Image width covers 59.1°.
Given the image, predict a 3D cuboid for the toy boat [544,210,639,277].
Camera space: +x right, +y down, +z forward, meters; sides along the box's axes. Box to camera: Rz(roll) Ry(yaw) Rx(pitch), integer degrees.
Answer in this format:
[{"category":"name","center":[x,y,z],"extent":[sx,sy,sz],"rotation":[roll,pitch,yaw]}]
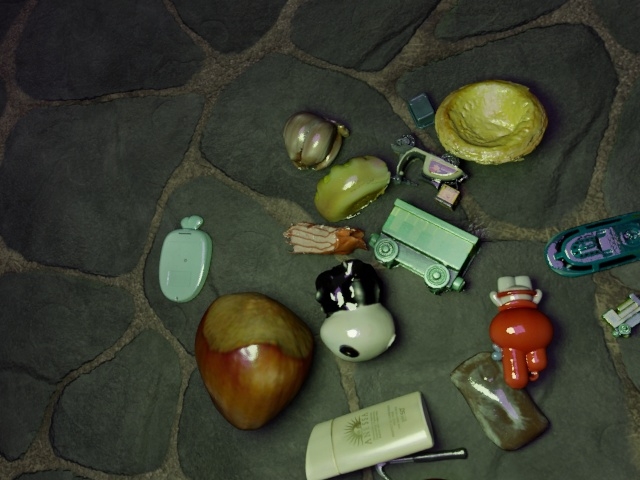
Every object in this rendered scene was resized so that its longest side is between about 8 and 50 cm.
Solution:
[{"category":"toy boat","center":[0.739,0.004,1.466],"extent":[0.299,0.092,0.134],"rotation":[-17,75,13]}]

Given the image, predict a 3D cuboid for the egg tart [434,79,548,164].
[{"category":"egg tart","center":[0.478,-0.321,1.601],"extent":[0.315,0.120,0.315],"rotation":[-5,59,9]}]

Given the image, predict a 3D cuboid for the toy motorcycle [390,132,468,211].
[{"category":"toy motorcycle","center":[0.306,-0.208,1.663],"extent":[0.263,0.091,0.157],"rotation":[30,90,23]}]

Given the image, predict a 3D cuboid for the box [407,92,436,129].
[{"category":"box","center":[0.312,-0.400,1.728],"extent":[0.074,0.054,0.099],"rotation":[-24,69,9]}]

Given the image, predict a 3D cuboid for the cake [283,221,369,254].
[{"category":"cake","center":[0.000,-0.007,1.704],"extent":[0.287,0.135,0.098],"rotation":[1,90,27]}]

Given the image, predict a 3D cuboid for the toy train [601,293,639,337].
[{"category":"toy train","center":[0.778,0.191,1.426],"extent":[0.122,0.050,0.081],"rotation":[-40,60,6]}]

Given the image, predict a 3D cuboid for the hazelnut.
[{"category":"hazelnut","center":[-0.188,0.326,1.563],"extent":[0.366,0.366,0.365],"rotation":[-5,75,17]}]

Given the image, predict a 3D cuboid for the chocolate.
[{"category":"chocolate","center":[0.456,0.409,1.455],"extent":[0.157,0.080,0.254],"rotation":[-34,68,7]}]

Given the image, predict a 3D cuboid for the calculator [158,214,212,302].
[{"category":"calculator","center":[-0.448,0.057,1.864],"extent":[0.184,0.042,0.295],"rotation":[2,77,18]}]

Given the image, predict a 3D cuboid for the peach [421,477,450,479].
[{"category":"peach","center":[0.283,0.699,1.376],"extent":[0.244,0.199,0.243],"rotation":[7,114,16]}]

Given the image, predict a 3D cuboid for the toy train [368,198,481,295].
[{"category":"toy train","center":[0.292,0.022,1.590],"extent":[0.301,0.120,0.202],"rotation":[29,84,22]}]

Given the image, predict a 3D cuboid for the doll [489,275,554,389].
[{"category":"doll","center":[0.514,0.234,1.452],"extent":[0.161,0.130,0.290],"rotation":[-1,69,2]}]

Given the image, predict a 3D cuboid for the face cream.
[{"category":"face cream","center":[0.122,0.524,1.511],"extent":[0.349,0.081,0.173],"rotation":[-21,32,13]}]

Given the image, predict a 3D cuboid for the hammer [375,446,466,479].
[{"category":"hammer","center":[0.265,0.584,1.502],"extent":[0.246,0.029,0.103],"rotation":[-10,73,14]}]

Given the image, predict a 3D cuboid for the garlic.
[{"category":"garlic","center":[-0.040,-0.326,1.769],"extent":[0.214,0.160,0.191],"rotation":[34,83,20]}]

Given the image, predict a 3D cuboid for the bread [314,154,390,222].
[{"category":"bread","center":[0.078,-0.170,1.681],"extent":[0.261,0.156,0.158],"rotation":[-30,69,14]}]

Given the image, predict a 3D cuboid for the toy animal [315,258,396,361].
[{"category":"toy animal","center":[0.094,0.203,1.571],"extent":[0.213,0.212,0.266],"rotation":[-15,75,14]}]
